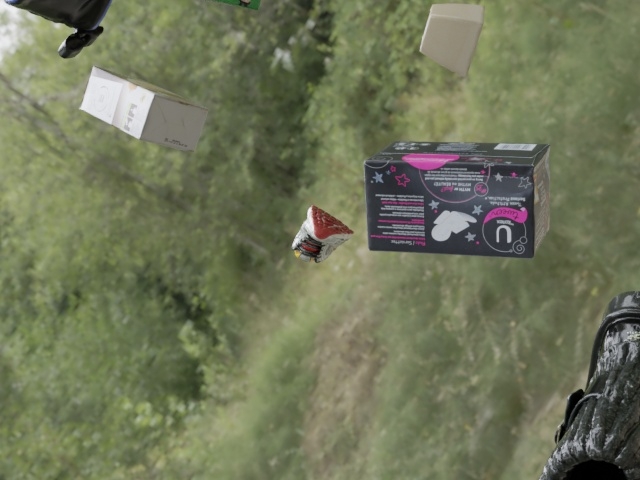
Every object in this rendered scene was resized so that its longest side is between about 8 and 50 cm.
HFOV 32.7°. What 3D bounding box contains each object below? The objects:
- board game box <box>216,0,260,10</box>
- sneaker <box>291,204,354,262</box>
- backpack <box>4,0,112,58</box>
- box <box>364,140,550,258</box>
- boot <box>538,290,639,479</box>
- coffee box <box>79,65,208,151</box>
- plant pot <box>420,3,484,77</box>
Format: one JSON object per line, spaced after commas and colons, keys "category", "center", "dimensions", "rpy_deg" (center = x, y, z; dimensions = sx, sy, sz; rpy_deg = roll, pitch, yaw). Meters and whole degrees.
{"category": "board game box", "center": [-0.258, -0.435, 1.806], "dimensions": [0.317, 0.213, 0.046], "rpy_deg": [29, 110, 58]}
{"category": "sneaker", "center": [0.000, 0.000, 1.900], "dimensions": [0.093, 0.088, 0.225], "rpy_deg": [-57, -2, -3]}
{"category": "backpack", "center": [-0.288, -0.373, 1.104], "dimensions": [0.213, 0.263, 0.276], "rpy_deg": [22, -71, -44]}
{"category": "box", "center": [0.205, -0.063, 1.607], "dimensions": [0.163, 0.247, 0.142], "rpy_deg": [-38, -51, -64]}
{"category": "boot", "center": [0.332, 0.256, 1.224], "dimensions": [0.260, 0.131, 0.348], "rpy_deg": [-61, -33, -43]}
{"category": "coffee box", "center": [-0.363, -0.269, 2.220], "dimensions": [0.141, 0.246, 0.098], "rpy_deg": [11, -78, -45]}
{"category": "plant pot", "center": [0.239, -0.377, 1.998], "dimensions": [0.109, 0.096, 0.109], "rpy_deg": [-73, -2, -60]}
